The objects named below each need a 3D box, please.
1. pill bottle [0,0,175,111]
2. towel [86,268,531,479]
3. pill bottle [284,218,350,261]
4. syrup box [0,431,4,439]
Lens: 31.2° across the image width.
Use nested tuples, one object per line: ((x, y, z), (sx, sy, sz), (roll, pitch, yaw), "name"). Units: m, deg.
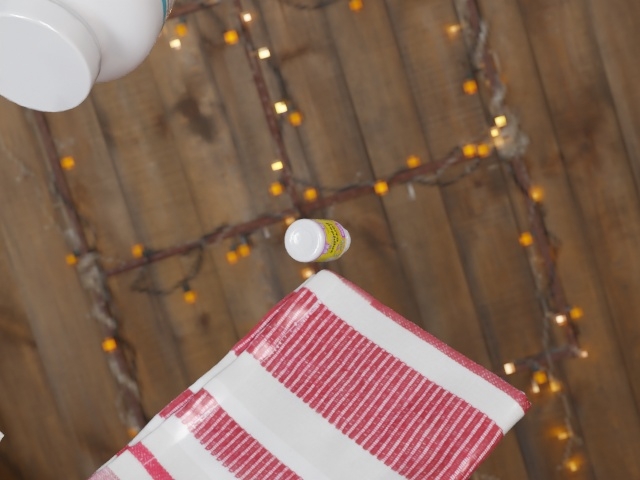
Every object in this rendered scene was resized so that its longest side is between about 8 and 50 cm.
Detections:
((-0.175, -0.221, 0.876), (0.146, 0.146, 0.264), (-13, 43, 33), "pill bottle")
((-0.027, 0.176, 0.905), (0.329, 0.037, 0.237), (-41, 52, -22), "towel")
((0.000, 0.000, 1.167), (0.043, 0.043, 0.083), (-14, -6, 25), "pill bottle")
((-0.522, 0.221, 1.400), (0.093, 0.237, 0.096), (-48, 8, 41), "syrup box")
